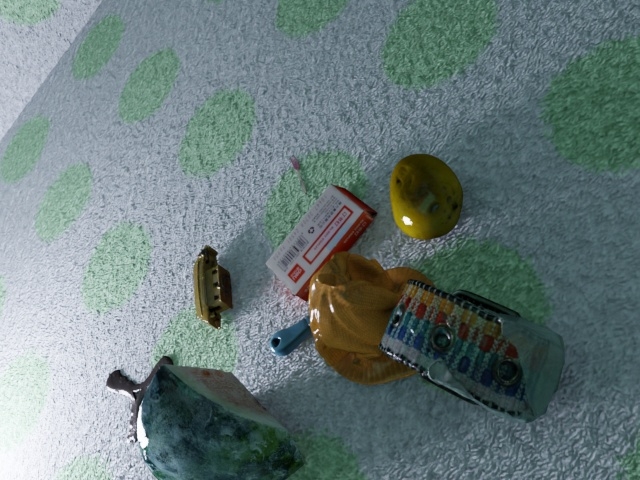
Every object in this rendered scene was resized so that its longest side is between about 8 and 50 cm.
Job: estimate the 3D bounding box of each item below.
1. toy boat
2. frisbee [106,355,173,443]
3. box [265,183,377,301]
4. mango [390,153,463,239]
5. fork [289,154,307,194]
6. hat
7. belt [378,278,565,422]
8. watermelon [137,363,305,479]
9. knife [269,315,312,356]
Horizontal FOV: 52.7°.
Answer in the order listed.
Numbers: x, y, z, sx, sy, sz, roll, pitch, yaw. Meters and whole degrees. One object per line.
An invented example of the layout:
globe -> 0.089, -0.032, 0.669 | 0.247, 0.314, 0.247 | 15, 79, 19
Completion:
toy boat -> -0.236, 0.099, 1.422 | 0.077, 0.057, 0.201 | -25, 53, 18
frisbee -> -0.408, 0.357, 1.441 | 0.210, 0.012, 0.188 | -22, 56, 25
box -> 0.000, 0.000, 1.301 | 0.229, 0.050, 0.123 | -51, 49, 2
mango -> 0.183, -0.087, 1.179 | 0.137, 0.098, 0.195 | -43, 43, 16
fork -> -0.047, -0.145, 1.442 | 0.016, 0.012, 0.115 | -36, 55, 21
hat -> 0.061, 0.108, 1.063 | 0.244, 0.233, 0.234 | 33, 85, 40
belt -> 0.220, 0.155, 0.938 | 0.257, 0.207, 0.150 | 23, 88, 29
watermelon -> -0.205, 0.327, 1.177 | 0.319, 0.290, 0.214 | -26, 17, 28
knife -> -0.001, 0.136, 1.247 | 0.244, 0.032, 0.058 | -41, 44, 7
